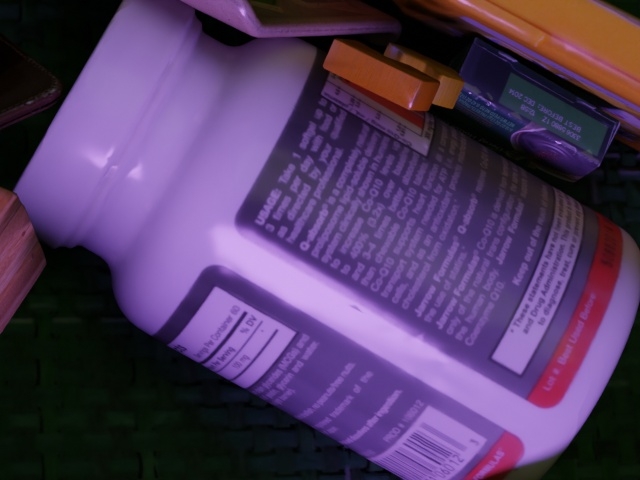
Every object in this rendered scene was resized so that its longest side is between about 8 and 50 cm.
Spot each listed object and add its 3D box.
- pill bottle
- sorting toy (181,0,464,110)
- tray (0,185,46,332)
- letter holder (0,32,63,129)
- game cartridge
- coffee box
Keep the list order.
[{"bbox_3d":[0.000,0.000,1.229,0.363,0.210,0.210,31,67,-8],"label":"pill bottle"},{"bbox_3d":[-0.036,-0.161,1.212,0.307,0.229,0.041,28,104,22],"label":"sorting toy"},{"bbox_3d":[-0.322,0.117,0.891,0.203,0.076,0.411,21,64,19],"label":"tray"},{"bbox_3d":[-0.328,-0.123,1.127,0.302,0.214,0.152,-23,124,-21],"label":"letter holder"},{"bbox_3d":[0.138,-0.131,1.281,0.324,0.285,0.052,24,92,-10],"label":"game cartridge"},{"bbox_3d":[0.110,-0.065,1.299,0.113,0.184,0.040,29,71,-10],"label":"coffee box"}]
